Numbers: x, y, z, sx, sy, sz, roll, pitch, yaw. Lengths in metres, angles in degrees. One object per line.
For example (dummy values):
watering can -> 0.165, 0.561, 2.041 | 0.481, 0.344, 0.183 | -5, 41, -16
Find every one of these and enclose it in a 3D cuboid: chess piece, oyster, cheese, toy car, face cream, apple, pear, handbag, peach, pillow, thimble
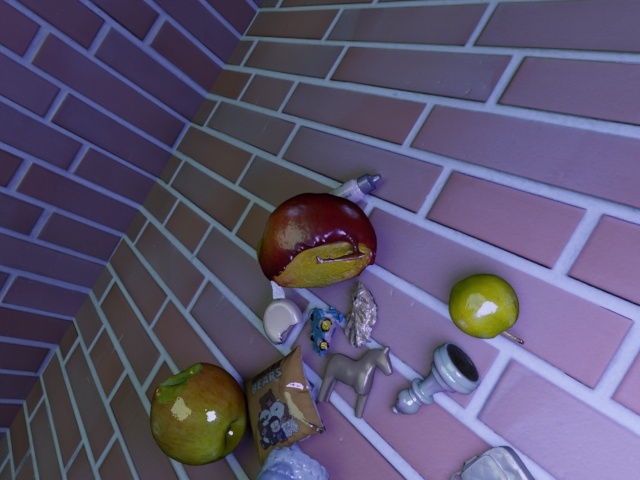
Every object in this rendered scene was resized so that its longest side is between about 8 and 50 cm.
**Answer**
chess piece -> 0.297, 0.411, 1.118 | 0.271, 0.139, 0.139 | -47, 47, 26
oyster -> 0.131, 0.253, 1.352 | 0.133, 0.072, 0.209 | 23, 87, 46
cheese -> -0.168, 0.264, 1.533 | 0.163, 0.071, 0.249 | -31, 80, 13
toy car -> 0.021, 0.317, 1.412 | 0.126, 0.098, 0.161 | -161, 69, -69
face cream -> 0.102, -0.178, 1.572 | 0.311, 0.092, 0.092 | -27, 54, 25
apple -> -0.426, 0.622, 1.441 | 0.339, 0.339, 0.339 | -18, 59, 32
pear -> 0.450, 0.195, 1.074 | 0.180, 0.166, 0.216 | -35, 72, 5
handbag -> 0.421, 0.636, 0.929 | 0.219, 0.079, 0.256 | -47, 46, 16
peach -> -0.017, -0.012, 1.389 | 0.406, 0.335, 0.310 | -12, 63, 0
pillow -> -0.139, 0.567, 1.383 | 0.310, 0.119, 0.312 | -41, 48, 24
thimble -> -0.084, 0.733, 1.171 | 0.205, 0.250, 0.172 | -14, 31, 33

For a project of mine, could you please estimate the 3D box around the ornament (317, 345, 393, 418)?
ornament -> 0.116, 0.432, 1.281 | 0.230, 0.061, 0.245 | 12, 81, 41

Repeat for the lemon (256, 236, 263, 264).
lemon -> -0.169, 0.053, 1.618 | 0.184, 0.184, 0.248 | -52, 39, 7
